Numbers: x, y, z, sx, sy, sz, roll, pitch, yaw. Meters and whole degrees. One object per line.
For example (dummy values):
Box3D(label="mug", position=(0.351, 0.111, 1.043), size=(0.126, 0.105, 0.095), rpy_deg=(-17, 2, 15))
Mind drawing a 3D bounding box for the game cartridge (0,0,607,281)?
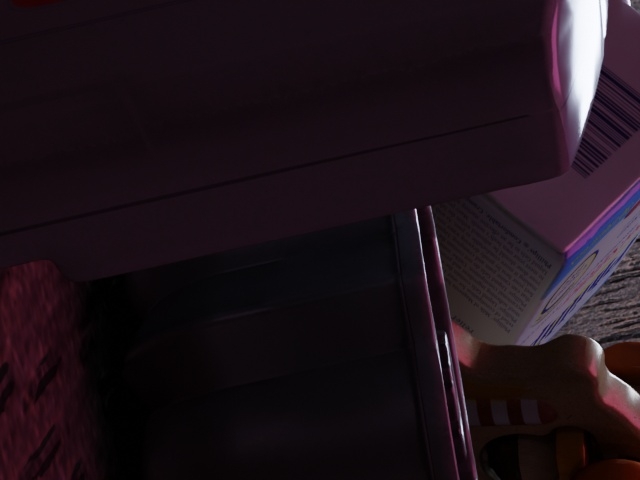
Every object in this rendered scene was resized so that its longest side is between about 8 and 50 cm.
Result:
Box3D(label="game cartridge", position=(-0.010, -0.104, 0.573), size=(0.294, 0.196, 0.060), rpy_deg=(-94, 173, -54))

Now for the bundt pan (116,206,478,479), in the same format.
Box3D(label="bundt pan", position=(-0.002, 0.075, 0.738), size=(0.331, 0.124, 0.331), rpy_deg=(-10, 90, -85))

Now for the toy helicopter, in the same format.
Box3D(label="toy helicopter", position=(0.097, 0.109, 1.295), size=(0.355, 0.235, 0.140), rpy_deg=(40, 46, -24))

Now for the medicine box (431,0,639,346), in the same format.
Box3D(label="medicine box", position=(0.168, -0.019, 1.456), size=(0.149, 0.263, 0.289), rpy_deg=(40, -36, 13))

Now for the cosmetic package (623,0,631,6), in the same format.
Box3D(label="cosmetic package", position=(0.147, -0.216, 1.834), size=(0.327, 0.329, 0.394), rpy_deg=(-46, 125, -83))
